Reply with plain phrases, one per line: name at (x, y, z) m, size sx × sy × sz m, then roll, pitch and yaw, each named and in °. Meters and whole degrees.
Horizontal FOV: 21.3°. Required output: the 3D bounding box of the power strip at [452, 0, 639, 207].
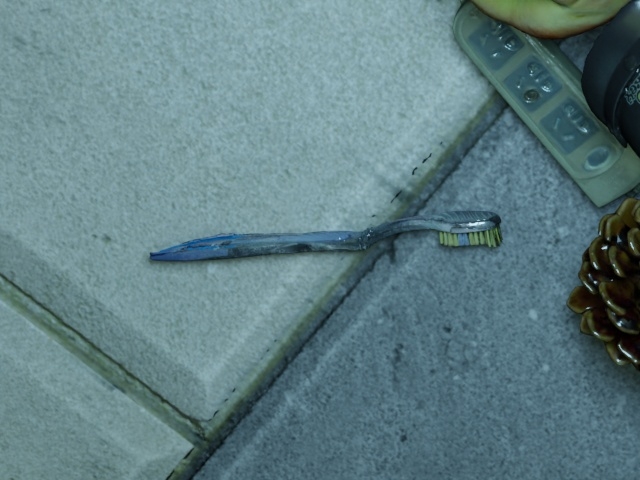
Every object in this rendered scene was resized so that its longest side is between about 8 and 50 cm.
power strip at (0.241, -0.154, 1.783) m, size 0.080 × 0.048 × 0.286 m, roll -39°, pitch 97°, yaw 24°

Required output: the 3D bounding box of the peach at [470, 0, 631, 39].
peach at (0.234, -0.328, 1.620) m, size 0.232 × 0.232 × 0.257 m, roll 28°, pitch 78°, yaw 2°

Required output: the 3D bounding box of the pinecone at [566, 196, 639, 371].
pinecone at (0.360, 0.032, 1.760) m, size 0.185 × 0.169 × 0.212 m, roll 2°, pitch 131°, yaw -6°

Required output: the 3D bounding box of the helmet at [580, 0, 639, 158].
helmet at (0.398, -0.128, 1.629) m, size 0.278 × 0.160 × 0.230 m, roll 6°, pitch 138°, yaw -31°

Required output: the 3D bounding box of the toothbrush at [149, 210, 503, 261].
toothbrush at (0.000, 0.000, 1.914) m, size 0.413 × 0.035 × 0.042 m, roll -4°, pitch 114°, yaw 16°
